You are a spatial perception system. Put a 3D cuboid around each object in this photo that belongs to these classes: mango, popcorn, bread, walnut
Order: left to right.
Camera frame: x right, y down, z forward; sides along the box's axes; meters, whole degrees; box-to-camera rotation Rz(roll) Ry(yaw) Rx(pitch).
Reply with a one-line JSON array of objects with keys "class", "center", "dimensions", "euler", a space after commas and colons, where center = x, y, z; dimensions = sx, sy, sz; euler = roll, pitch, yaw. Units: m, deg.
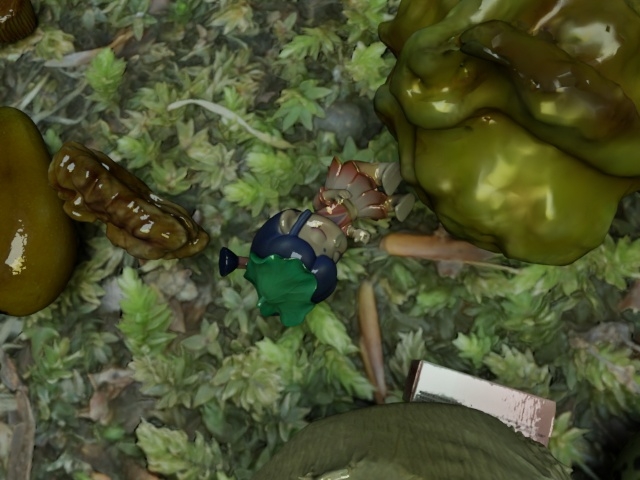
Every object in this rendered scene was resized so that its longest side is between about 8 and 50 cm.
[{"class": "bread", "center": [-0.394, -0.281, 0.653], "dimensions": [0.085, 0.053, 0.085], "euler": [2, 75, -7]}, {"class": "mango", "center": [-0.324, -0.031, 0.564], "dimensions": [0.136, 0.099, 0.227], "euler": [-24, 73, 34]}, {"class": "walnut", "center": [-0.200, -0.033, 0.544], "dimensions": [0.170, 0.143, 0.069], "euler": [36, 93, 11]}, {"class": "popcorn", "center": [0.213, -0.131, 0.487], "dimensions": [0.326, 0.290, 0.321], "euler": [-48, 119, -32]}]

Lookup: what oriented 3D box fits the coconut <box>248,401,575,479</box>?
[{"class": "coconut", "center": [0.060, 0.293, 0.328], "dimensions": [0.346, 0.360, 0.346], "euler": [0, 96, 4]}]

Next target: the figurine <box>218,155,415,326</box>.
[{"class": "figurine", "center": [0.000, 0.000, 0.541], "dimensions": [0.195, 0.111, 0.102], "euler": [-46, 39, -21]}]

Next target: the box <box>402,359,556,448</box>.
[{"class": "box", "center": [0.145, 0.152, 0.506], "dimensions": [0.125, 0.089, 0.043], "euler": [16, 79, 6]}]

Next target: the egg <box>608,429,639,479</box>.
[{"class": "egg", "center": [0.354, 0.226, 0.433], "dimensions": [0.228, 0.177, 0.177], "euler": [-2, 78, -11]}]
